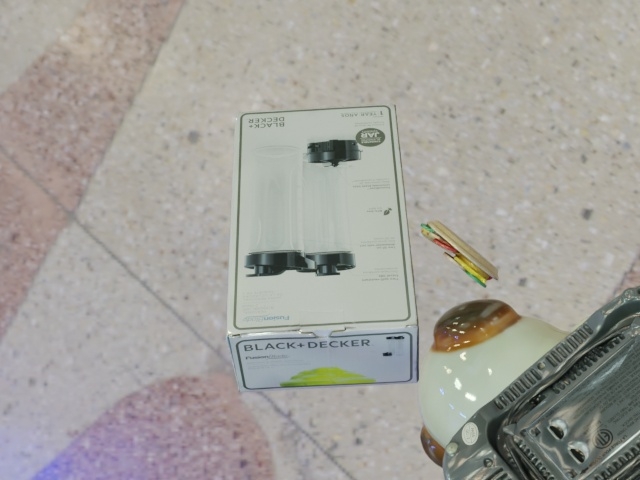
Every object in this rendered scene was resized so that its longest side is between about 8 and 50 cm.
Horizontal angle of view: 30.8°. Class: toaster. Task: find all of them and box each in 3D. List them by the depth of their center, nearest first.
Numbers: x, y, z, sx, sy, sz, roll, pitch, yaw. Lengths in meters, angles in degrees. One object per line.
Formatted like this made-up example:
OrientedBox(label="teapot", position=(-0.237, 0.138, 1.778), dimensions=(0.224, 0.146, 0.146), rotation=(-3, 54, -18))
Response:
OrientedBox(label="toaster", position=(0.197, 0.133, 0.708), dimensions=(0.227, 0.146, 0.129), rotation=(-41, 40, 0))

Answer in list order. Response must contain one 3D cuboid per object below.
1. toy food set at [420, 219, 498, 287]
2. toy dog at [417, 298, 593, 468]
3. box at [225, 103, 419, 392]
OrientedBox(label="toy food set", position=(0.122, 0.010, 1.022), dimensions=(0.083, 0.082, 0.020), rotation=(40, 96, 5))
OrientedBox(label="toy dog", position=(0.295, 0.231, 1.351), dimensions=(0.408, 0.395, 0.284), rotation=(27, 131, 42))
OrientedBox(label="box", position=(0.000, 0.000, 1.103), dimensions=(0.169, 0.087, 0.290), rotation=(-4, 47, 1))
